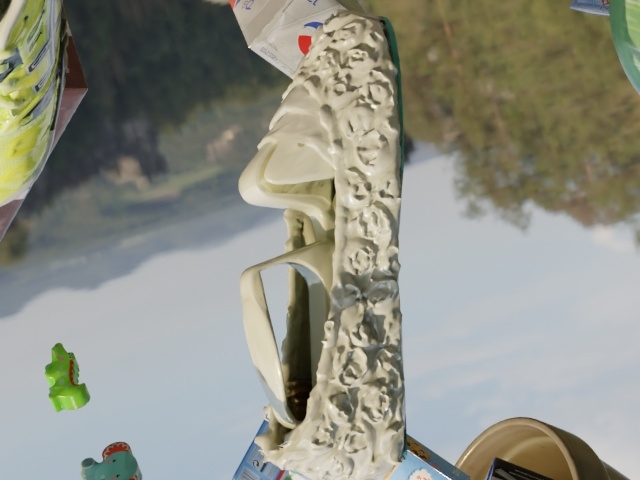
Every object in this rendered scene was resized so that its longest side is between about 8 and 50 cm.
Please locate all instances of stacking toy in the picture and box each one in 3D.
[{"bbox_3d":[-0.147,0.203,0.941,0.052,0.167,0.221,-18,-135,-7],"label":"stacking toy"}]

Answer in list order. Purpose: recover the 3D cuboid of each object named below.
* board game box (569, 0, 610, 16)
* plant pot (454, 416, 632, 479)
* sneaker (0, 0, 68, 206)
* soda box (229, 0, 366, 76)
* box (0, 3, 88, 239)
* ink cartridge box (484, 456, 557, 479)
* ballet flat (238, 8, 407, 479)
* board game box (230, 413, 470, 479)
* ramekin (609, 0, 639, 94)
[{"bbox_3d":[0.354,-0.295,1.294,0.194,0.194,0.060,0,179,38],"label":"board game box"},{"bbox_3d":[0.345,0.424,1.665,0.280,0.323,0.323,20,166,-24],"label":"plant pot"},{"bbox_3d":[-0.230,-0.145,0.784,0.145,0.147,0.385,4,139,-8],"label":"sneaker"},{"bbox_3d":[-0.035,-0.259,1.310,0.091,0.098,0.286,-48,-151,16],"label":"soda box"},{"bbox_3d":[-0.437,-0.121,1.494,0.191,0.143,0.381,-4,150,-34],"label":"box"},{"bbox_3d":[0.251,0.289,1.209,0.207,0.046,0.097,21,-146,4],"label":"ink cartridge box"},{"bbox_3d":[0.000,0.000,1.034,0.147,0.409,0.147,-2,173,0],"label":"ballet flat"},{"bbox_3d":[0.025,0.251,1.306,0.160,0.211,0.039,-62,163,17],"label":"board game box"},{"bbox_3d":[0.435,-0.219,1.167,0.303,0.303,0.148,-17,-161,4],"label":"ramekin"}]
